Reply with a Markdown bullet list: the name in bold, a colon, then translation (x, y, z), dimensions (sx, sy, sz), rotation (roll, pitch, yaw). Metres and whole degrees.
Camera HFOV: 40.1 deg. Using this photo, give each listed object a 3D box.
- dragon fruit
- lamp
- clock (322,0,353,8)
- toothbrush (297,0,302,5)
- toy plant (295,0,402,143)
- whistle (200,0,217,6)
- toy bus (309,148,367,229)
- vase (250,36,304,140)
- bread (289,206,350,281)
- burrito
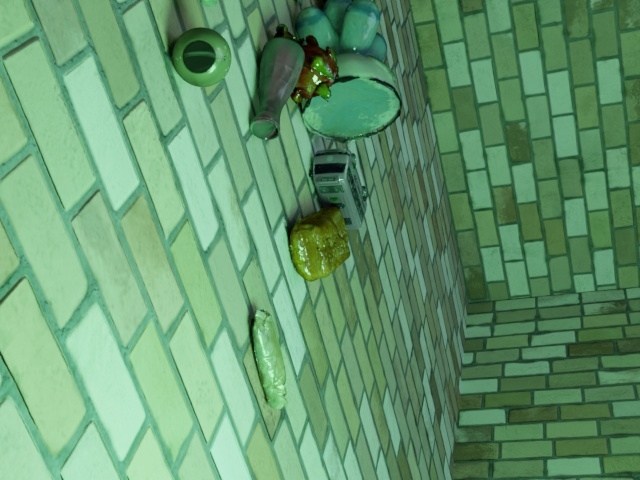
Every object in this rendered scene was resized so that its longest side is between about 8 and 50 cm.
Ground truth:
- **dragon fruit**: translation (-0.044, -0.368, 1.836), dimensions (0.175, 0.142, 0.138), rotation (42, 74, -20)
- **lamp**: translation (-0.183, -0.292, 1.394), dimensions (0.163, 0.091, 0.091), rotation (-93, 173, -77)
- **clock**: translation (0.055, -0.572, 2.251), dimensions (0.195, 0.100, 0.194), rotation (63, 27, -46)
- **toothbrush**: translation (-0.084, -0.626, 1.945), dimensions (0.263, 0.022, 0.026), rotation (61, 15, -51)
- **toy plant**: translation (0.055, -0.426, 2.029), dimensions (0.247, 0.247, 0.332), rotation (54, 26, -58)
- **whistle**: translation (-0.197, -0.491, 1.392), dimensions (0.110, 0.092, 0.244), rotation (4, 78, -75)
- **toy bus**: translation (0.043, -0.117, 2.036), dimensions (0.199, 0.096, 0.108), rotation (69, 26, -47)
- **vase**: translation (-0.089, -0.292, 1.701), dimensions (0.086, 0.086, 0.214), rotation (63, 31, -49)
- **bread**: translation (0.002, 0.000, 1.878), dimensions (0.271, 0.077, 0.139), rotation (-40, 118, -72)
- **burrito**: translation (-0.090, 0.206, 1.546), dimensions (0.058, 0.045, 0.188), rotation (-68, 146, -71)
